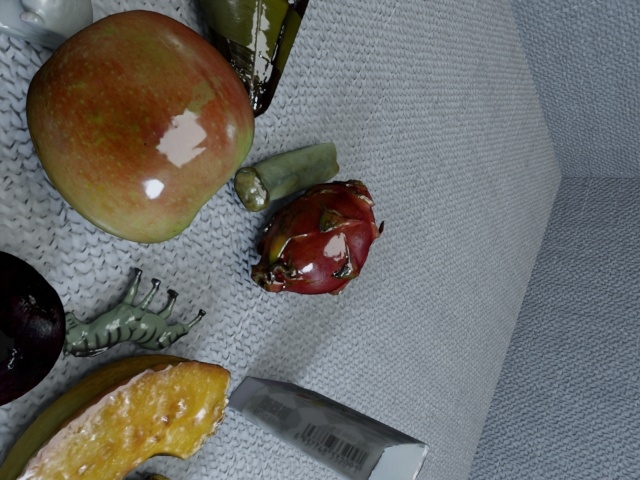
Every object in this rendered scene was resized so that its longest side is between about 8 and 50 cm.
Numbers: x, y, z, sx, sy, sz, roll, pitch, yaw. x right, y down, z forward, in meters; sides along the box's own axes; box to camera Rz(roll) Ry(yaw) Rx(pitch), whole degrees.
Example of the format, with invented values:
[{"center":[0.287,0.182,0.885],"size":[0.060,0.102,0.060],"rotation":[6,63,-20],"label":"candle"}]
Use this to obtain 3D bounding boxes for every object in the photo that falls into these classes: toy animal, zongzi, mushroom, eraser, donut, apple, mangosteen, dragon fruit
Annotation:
[{"center":[-0.389,-0.408,0.611],"size":[0.138,0.140,0.282],"rotation":[-20,114,-53],"label":"toy animal"},{"center":[-0.197,-0.414,0.835],"size":[0.317,0.154,0.289],"rotation":[23,83,-26],"label":"zongzi"},{"center":[-0.070,-0.151,1.034],"size":[0.312,0.081,0.100],"rotation":[-30,120,-45],"label":"mushroom"},{"center":[0.002,0.388,0.954],"size":[0.213,0.397,0.082],"rotation":[28,76,-46],"label":"eraser"},{"center":[-0.344,0.394,0.763],"size":[0.377,0.163,0.435],"rotation":[11,90,-46],"label":"donut"},{"center":[-0.257,-0.169,0.663],"size":[0.277,0.319,0.319],"rotation":[43,63,-20],"label":"apple"},{"center":[-0.327,0.151,0.809],"size":[0.217,0.073,0.176],"rotation":[45,69,-46],"label":"toy animal"},{"center":[-0.467,0.129,0.580],"size":[0.250,0.211,0.211],"rotation":[-33,124,-3],"label":"mangosteen"},{"center":[-0.002,0.003,1.002],"size":[0.315,0.250,0.250],"rotation":[-48,128,-42],"label":"dragon fruit"}]
